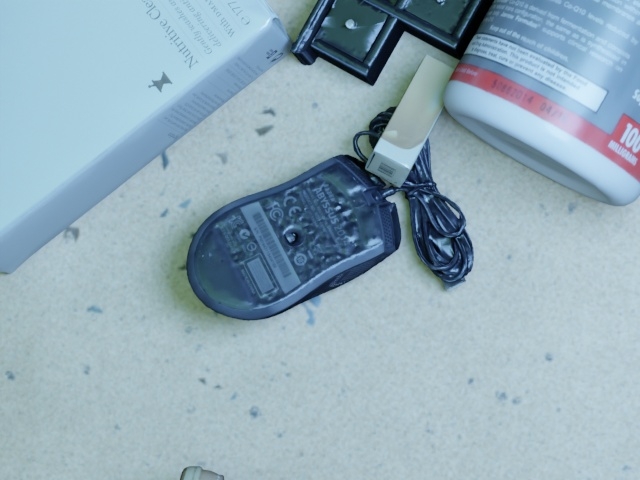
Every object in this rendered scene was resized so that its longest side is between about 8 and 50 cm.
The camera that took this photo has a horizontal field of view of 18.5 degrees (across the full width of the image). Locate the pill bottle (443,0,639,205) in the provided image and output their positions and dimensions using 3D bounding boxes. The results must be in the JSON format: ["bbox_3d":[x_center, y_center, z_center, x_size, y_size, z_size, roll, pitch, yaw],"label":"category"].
[{"bbox_3d":[0.286,-0.233,1.835,0.210,0.210,0.363,29,89,11],"label":"pill bottle"}]

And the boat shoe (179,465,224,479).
[{"bbox_3d":[-0.071,0.379,1.879,0.110,0.121,0.341,-9,93,3],"label":"boat shoe"}]

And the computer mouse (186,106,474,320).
[{"bbox_3d":[0.000,0.000,1.932,0.272,0.072,0.188,-22,79,-6],"label":"computer mouse"}]

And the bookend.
[{"bbox_3d":[0.078,-0.213,1.935,0.156,0.072,0.157,30,90,10],"label":"bookend"}]

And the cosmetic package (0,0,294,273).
[{"bbox_3d":[-0.243,-0.165,1.938,0.385,0.156,0.217,-39,82,2],"label":"cosmetic package"}]

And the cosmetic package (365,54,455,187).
[{"bbox_3d":[0.089,-0.115,1.895,0.041,0.060,0.115,28,70,1],"label":"cosmetic package"}]
